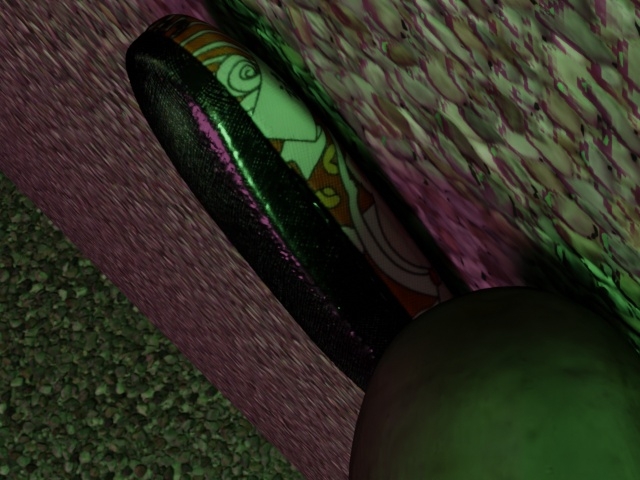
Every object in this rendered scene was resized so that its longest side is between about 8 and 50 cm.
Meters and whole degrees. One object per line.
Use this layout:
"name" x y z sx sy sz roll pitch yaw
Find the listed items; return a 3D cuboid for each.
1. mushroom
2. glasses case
"mushroom" 0.078 0.076 0.614 0.188 0.141 0.117 130 131 -78
"glasses case" 0.000 0.000 0.762 0.266 0.067 0.103 53 167 -28
